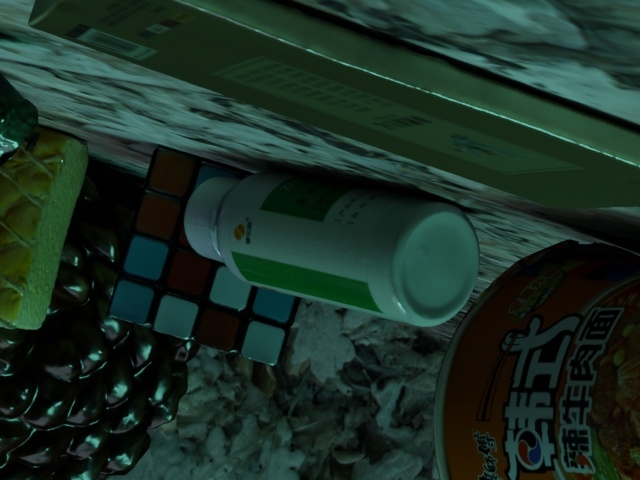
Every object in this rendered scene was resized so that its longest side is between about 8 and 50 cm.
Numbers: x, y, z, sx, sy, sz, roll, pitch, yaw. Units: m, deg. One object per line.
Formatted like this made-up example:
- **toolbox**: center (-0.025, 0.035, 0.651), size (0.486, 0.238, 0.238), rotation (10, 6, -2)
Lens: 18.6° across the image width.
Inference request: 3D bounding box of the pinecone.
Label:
- **pinecone**: center (-0.323, 0.090, 2.033), size (0.397, 0.398, 0.398), rotation (17, 176, 1)

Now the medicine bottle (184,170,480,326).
- **medicine bottle**: center (0.000, 0.000, 1.467), size (0.095, 0.095, 0.260), rotation (20, 174, -43)

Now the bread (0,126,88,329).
- **bread**: center (-0.292, -0.017, 1.777), size (0.125, 0.188, 0.068), rotation (13, 174, 25)

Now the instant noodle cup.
- **instant noodle cup**: center (0.226, 0.115, 1.242), size (0.250, 0.250, 0.192), rotation (19, 166, -27)

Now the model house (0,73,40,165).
- **model house**: center (-0.272, -0.107, 1.183), size (0.148, 0.119, 0.149), rotation (44, 171, 44)

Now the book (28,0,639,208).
- **book**: center (0.024, -0.069, 0.933), size (0.310, 0.021, 0.217), rotation (18, 175, -17)

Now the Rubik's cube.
- **Rubik's cube**: center (-0.086, 0.017, 1.674), size (0.155, 0.151, 0.154), rotation (16, 177, -1)
